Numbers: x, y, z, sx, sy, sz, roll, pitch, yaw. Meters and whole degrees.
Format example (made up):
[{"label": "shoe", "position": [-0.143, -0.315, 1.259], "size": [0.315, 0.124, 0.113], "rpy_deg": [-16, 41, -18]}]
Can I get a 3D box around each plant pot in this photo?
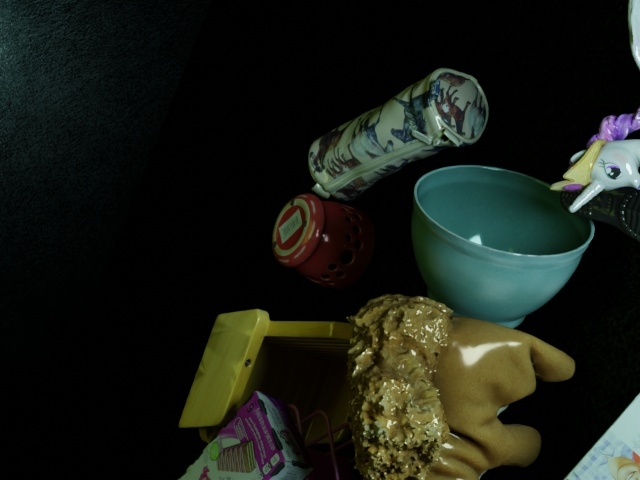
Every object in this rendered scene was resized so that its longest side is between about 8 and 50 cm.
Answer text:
[{"label": "plant pot", "position": [0.000, 0.000, 1.857], "size": [0.191, 0.174, 0.191], "rpy_deg": [-27, 54, 44]}, {"label": "plant pot", "position": [0.281, 0.027, 1.395], "size": [0.293, 0.293, 0.196], "rpy_deg": [-124, 36, -51]}]

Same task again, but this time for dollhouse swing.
[{"label": "dollhouse swing", "position": [-0.004, 0.290, 1.563], "size": [0.305, 0.346, 0.315], "rpy_deg": [16, 85, 45]}]

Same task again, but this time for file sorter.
[{"label": "file sorter", "position": [0.016, 0.432, 1.495], "size": [0.182, 0.290, 0.202], "rpy_deg": [-38, 44, 32]}]

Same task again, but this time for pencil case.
[{"label": "pencil case", "position": [0.150, -0.212, 1.769], "size": [0.410, 0.160, 0.183], "rpy_deg": [-24, 23, 45]}]

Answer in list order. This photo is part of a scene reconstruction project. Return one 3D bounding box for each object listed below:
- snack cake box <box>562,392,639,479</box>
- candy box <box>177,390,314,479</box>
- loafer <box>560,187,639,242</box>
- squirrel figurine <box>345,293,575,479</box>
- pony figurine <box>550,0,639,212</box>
[{"label": "snack cake box", "position": [0.436, 0.313, 1.110], "size": [0.152, 0.089, 0.264], "rpy_deg": [42, 110, 23]}, {"label": "candy box", "position": [-0.131, 0.391, 1.397], "size": [0.233, 0.071, 0.159], "rpy_deg": [-51, 40, 16]}, {"label": "loafer", "position": [0.487, -0.052, 1.301], "size": [0.220, 0.078, 0.080], "rpy_deg": [29, 113, 39]}, {"label": "squirrel figurine", "position": [0.158, 0.294, 1.279], "size": [0.281, 0.397, 0.371], "rpy_deg": [2, 67, 49]}, {"label": "pony figurine", "position": [0.528, -0.184, 1.165], "size": [0.363, 0.303, 0.351], "rpy_deg": [5, 67, 33]}]
